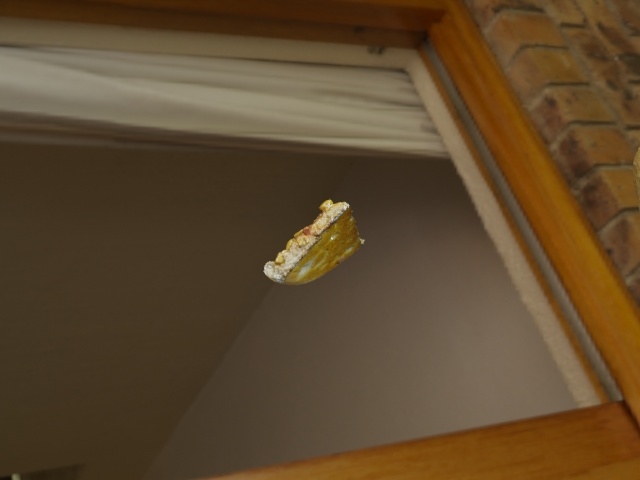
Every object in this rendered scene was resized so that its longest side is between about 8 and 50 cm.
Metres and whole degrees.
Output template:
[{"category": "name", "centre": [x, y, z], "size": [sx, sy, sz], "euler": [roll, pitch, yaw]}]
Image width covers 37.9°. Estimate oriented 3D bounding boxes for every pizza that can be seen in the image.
[{"category": "pizza", "centre": [0.000, 0.000, 1.179], "size": [0.041, 0.178, 0.131], "euler": [42, -40, 24]}]

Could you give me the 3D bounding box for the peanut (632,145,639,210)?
[{"category": "peanut", "centre": [0.655, -0.162, 1.652], "size": [0.158, 0.174, 0.340], "euler": [61, -39, 34]}]
